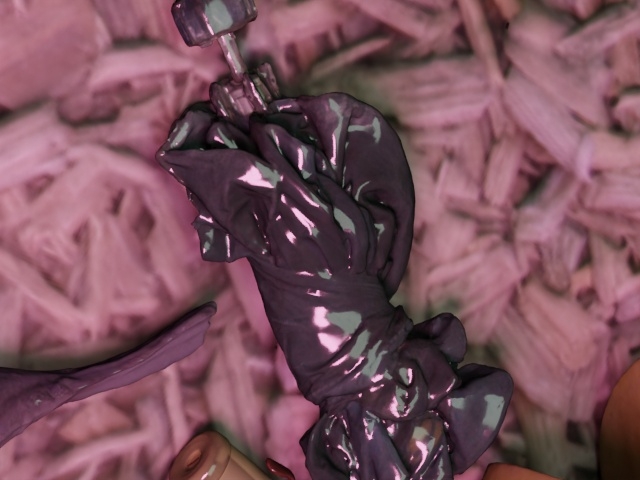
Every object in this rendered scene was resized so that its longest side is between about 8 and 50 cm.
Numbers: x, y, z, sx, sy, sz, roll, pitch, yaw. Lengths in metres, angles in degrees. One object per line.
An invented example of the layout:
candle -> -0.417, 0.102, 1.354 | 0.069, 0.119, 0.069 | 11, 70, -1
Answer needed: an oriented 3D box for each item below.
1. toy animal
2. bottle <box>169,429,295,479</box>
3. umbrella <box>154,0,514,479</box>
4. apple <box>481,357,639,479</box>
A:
toy animal -> -0.216, 0.124, 1.114 | 0.367, 0.081, 0.205 | 2, 67, -26
bottle -> -0.043, 0.162, 1.234 | 0.101, 0.063, 0.047 | 40, 43, -24
umbrella -> -0.001, 0.001, 1.237 | 0.143, 0.094, 0.348 | -26, 98, -32
apple -> 0.243, 0.208, 1.268 | 0.292, 0.254, 0.292 | -2, 94, -29
